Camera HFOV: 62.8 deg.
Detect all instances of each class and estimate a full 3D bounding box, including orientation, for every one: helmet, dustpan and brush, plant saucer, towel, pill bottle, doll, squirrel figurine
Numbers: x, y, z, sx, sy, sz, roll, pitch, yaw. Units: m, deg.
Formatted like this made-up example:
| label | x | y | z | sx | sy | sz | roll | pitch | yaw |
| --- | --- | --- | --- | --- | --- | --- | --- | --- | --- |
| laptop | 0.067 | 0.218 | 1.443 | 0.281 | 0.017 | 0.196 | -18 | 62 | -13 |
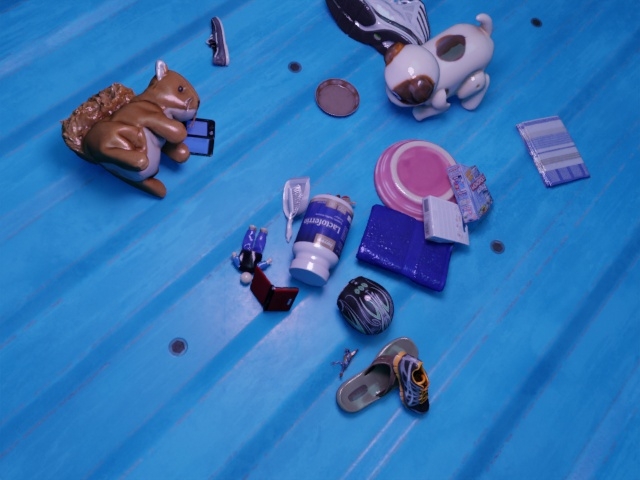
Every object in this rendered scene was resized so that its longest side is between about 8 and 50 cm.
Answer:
| label | x | y | z | sx | sy | sz | roll | pitch | yaw |
| --- | --- | --- | --- | --- | --- | --- | --- | --- | --- |
| helmet | 0.145 | 0.205 | 1.602 | 0.169 | 0.169 | 0.161 | -36 | 61 | -21 |
| dustpan and brush | -0.090 | -0.100 | 1.717 | 0.060 | 0.147 | 0.211 | -6 | 96 | -31 |
| plant saucer | 0.062 | -0.527 | 1.950 | 0.168 | 0.029 | 0.168 | 4 | 68 | -9 |
| towel | 0.284 | 0.025 | 1.743 | 0.308 | 0.076 | 0.228 | 22 | 61 | -1 |
| plant saucer | 0.357 | -0.223 | 1.846 | 0.332 | 0.084 | 0.332 | 3 | 68 | -8 |
| pill bottle | 0.000 | 0.000 | 1.657 | 0.153 | 0.153 | 0.265 | 20 | 66 | -1 |
| doll | -0.214 | 0.048 | 1.659 | 0.129 | 0.046 | 0.189 | 14 | 66 | -3 |
| towel | 0.890 | -0.346 | 2.014 | 0.209 | 0.034 | 0.285 | -15 | 73 | -17 |
| squirrel figurine | -0.580 | -0.387 | 1.637 | 0.397 | 0.281 | 0.370 | 21 | 76 | 9 |

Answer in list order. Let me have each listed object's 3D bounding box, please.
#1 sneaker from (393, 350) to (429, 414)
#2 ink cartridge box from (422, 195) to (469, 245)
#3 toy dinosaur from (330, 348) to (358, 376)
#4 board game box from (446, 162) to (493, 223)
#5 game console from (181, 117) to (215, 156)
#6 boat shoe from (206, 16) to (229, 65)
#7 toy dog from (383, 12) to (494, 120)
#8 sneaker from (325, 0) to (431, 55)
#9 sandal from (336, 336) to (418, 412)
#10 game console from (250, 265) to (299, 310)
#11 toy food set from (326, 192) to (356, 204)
| label | x | y | z | sx | sy | sz | roll | pitch | yaw |
| --- | --- | --- | --- | --- | --- | --- | --- | --- | --- |
| sneaker | 0.279 | 0.425 | 1.528 | 0.084 | 0.083 | 0.215 | -39 | 116 | -35 |
| ink cartridge box | 0.416 | -0.061 | 1.744 | 0.179 | 0.045 | 0.145 | 14 | 66 | -36 |
| toy dinosaur | 0.080 | 0.370 | 1.582 | 0.090 | 0.047 | 0.082 | 4 | 85 | -19 |
| board game box | 0.516 | -0.187 | 1.799 | 0.194 | 0.060 | 0.194 | -36 | 102 | -43 |
| game console | -0.422 | -0.353 | 1.777 | 0.122 | 0.107 | 0.071 | 5 | 39 | -8 |
| boat shoe | -0.387 | -0.738 | 1.936 | 0.065 | 0.075 | 0.206 | -11 | 75 | -17 |
| toy dog | 0.406 | -0.592 | 1.849 | 0.408 | 0.395 | 0.285 | -24 | 82 | -26 |
| sneaker | 0.243 | -0.900 | 2.083 | 0.447 | 0.169 | 0.257 | 38 | 58 | -2 |
| sandal | 0.181 | 0.404 | 1.558 | 0.303 | 0.086 | 0.120 | -36 | 78 | -21 |
| game console | -0.140 | 0.146 | 1.580 | 0.124 | 0.144 | 0.085 | 2 | 57 | -16 |
| toy food set | 0.054 | -0.141 | 1.777 | 0.122 | 0.019 | 0.078 | -5 | 30 | -22 |
